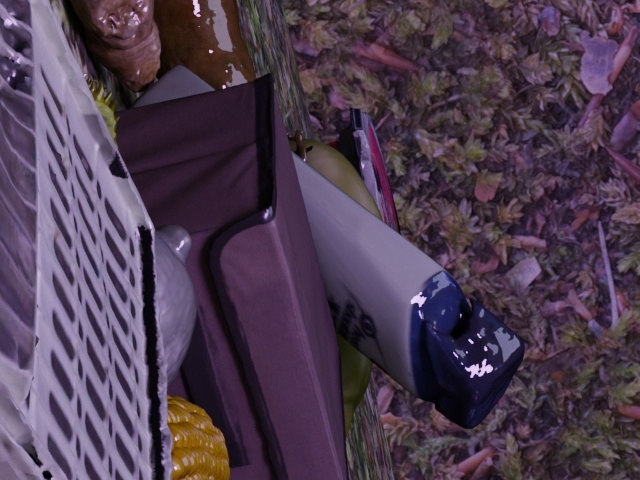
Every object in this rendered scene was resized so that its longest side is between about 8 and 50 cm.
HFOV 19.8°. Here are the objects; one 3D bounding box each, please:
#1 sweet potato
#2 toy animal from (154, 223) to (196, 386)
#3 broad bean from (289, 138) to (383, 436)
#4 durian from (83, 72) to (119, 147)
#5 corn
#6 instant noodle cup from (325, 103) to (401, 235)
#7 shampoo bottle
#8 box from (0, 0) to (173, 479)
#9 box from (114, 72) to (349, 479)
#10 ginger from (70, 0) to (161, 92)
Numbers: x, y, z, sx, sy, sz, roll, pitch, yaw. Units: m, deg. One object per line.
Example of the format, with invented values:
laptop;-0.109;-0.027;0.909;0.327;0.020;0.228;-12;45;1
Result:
sweet potato;-0.123;-0.246;1.541;0.130;0.130;0.423;2;71;-84
toy animal;-0.140;0.069;0.864;0.108;0.138;0.236;47;26;-5
broad bean;-0.031;0.056;1.594;0.238;0.119;0.291;17;-78;58
durian;-0.165;-0.051;1.047;0.215;0.086;0.100;68;25;-71
corn;-0.105;0.137;1.079;0.310;0.101;0.101;24;54;-82
instant noodle cup;-0.012;0.013;1.846;0.258;0.181;0.302;-90;166;-62
shampoo bottle;0.000;0.000;1.424;0.359;0.078;0.134;39;-26;17
box;-0.153;0.011;0.542;0.290;0.166;0.220;70;10;-54
box;-0.077;0.047;1.292;0.188;0.153;0.252;-92;169;-54
ginger;-0.166;-0.216;1.399;0.137;0.074;0.213;-62;146;-81
